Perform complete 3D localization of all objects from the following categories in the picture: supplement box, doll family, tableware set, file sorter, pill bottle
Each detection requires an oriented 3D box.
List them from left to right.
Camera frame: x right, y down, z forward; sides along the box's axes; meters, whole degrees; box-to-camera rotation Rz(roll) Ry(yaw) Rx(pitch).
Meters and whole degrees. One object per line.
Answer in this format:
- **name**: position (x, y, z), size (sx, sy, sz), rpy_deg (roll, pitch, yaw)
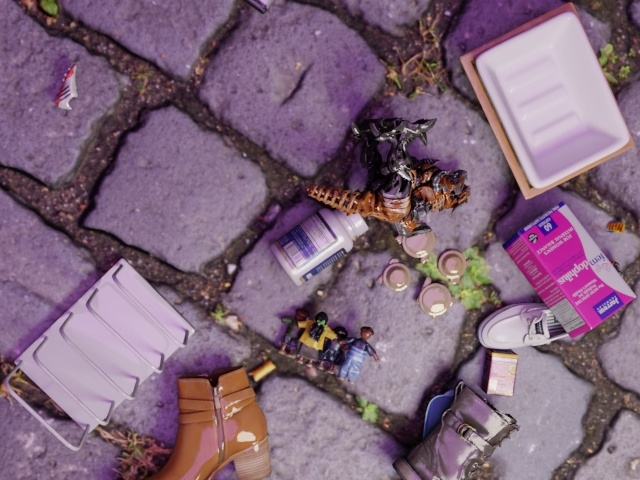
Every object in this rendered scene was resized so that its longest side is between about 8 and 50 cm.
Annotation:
- **file sorter**: position (-0.390, 0.203, 1.707), size (0.277, 0.173, 0.193), rpy_deg (-44, 99, 0)
- **pill bottle**: position (0.000, 0.000, 1.762), size (0.169, 0.094, 0.094), rpy_deg (-35, 98, -1)
- **doll family**: position (0.017, 0.189, 1.799), size (0.193, 0.076, 0.111), rpy_deg (23, 89, -13)
- **tableware set**: position (0.200, 0.057, 1.826), size (0.168, 0.020, 0.141), rpy_deg (34, 90, -7)
- **supplement box**: position (0.345, 0.254, 1.849), size (0.055, 0.043, 0.083), rpy_deg (7, 95, -7)
- **supplement box**: position (0.454, 0.055, 1.766), size (0.111, 0.114, 0.220), rpy_deg (-34, 81, -12)

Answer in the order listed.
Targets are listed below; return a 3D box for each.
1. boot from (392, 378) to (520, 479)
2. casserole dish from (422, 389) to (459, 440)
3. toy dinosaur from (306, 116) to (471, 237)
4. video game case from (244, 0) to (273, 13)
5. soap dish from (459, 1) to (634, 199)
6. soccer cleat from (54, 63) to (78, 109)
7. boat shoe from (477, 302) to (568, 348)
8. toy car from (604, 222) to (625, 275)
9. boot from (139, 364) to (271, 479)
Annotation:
- **boot**: position (0.288, 0.420, 1.801), size (0.229, 0.091, 0.263), rpy_deg (-45, 96, 1)
- **casserole dish**: position (0.251, 0.377, 1.856), size (0.114, 0.037, 0.188), rpy_deg (5, 95, -6)
- **toy dinosaur**: position (0.136, -0.108, 1.715), size (0.322, 0.164, 0.218), rpy_deg (-14, 106, -49)
- **video game case**: position (-0.141, -0.588, 1.717), size (0.275, 0.035, 0.248), rpy_deg (35, 92, -8)
- **soap dish**: position (0.411, -0.254, 1.765), size (0.229, 0.118, 0.291), rpy_deg (-27, 98, -2)
- **soccer cleat**: position (-0.449, -0.275, 1.724), size (0.035, 0.029, 0.083), rpy_deg (22, 97, -16)
- **boat shoe**: position (0.413, 0.156, 1.829), size (0.226, 0.076, 0.083), rpy_deg (-16, 97, -4)
- **toy car**: position (0.565, 0.029, 1.861), size (0.040, 0.060, 0.122), rpy_deg (6, 75, 36)
- **boot**: position (-0.238, 0.361, 1.768), size (0.283, 0.109, 0.220), rpy_deg (-14, 98, -6)
